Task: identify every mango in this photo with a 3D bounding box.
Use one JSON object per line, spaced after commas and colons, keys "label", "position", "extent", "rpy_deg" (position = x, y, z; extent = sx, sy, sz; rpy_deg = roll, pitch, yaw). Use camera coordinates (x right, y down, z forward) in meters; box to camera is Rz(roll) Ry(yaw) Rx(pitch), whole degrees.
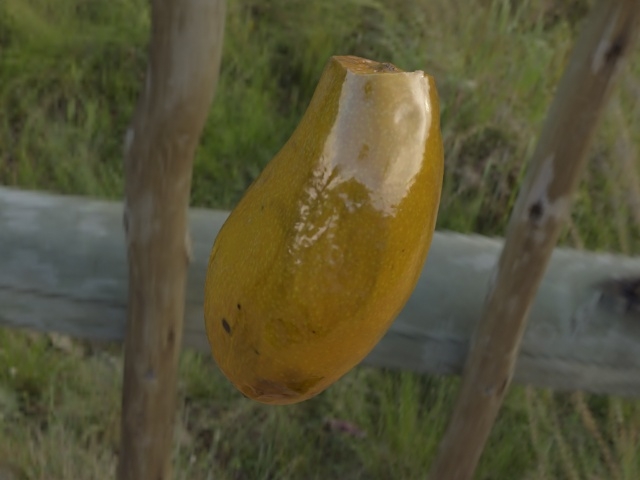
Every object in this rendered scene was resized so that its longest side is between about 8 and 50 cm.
{"label": "mango", "position": [0.002, 0.002, 1.285], "extent": [0.144, 0.359, 0.187], "rpy_deg": [1, 50, -31]}
